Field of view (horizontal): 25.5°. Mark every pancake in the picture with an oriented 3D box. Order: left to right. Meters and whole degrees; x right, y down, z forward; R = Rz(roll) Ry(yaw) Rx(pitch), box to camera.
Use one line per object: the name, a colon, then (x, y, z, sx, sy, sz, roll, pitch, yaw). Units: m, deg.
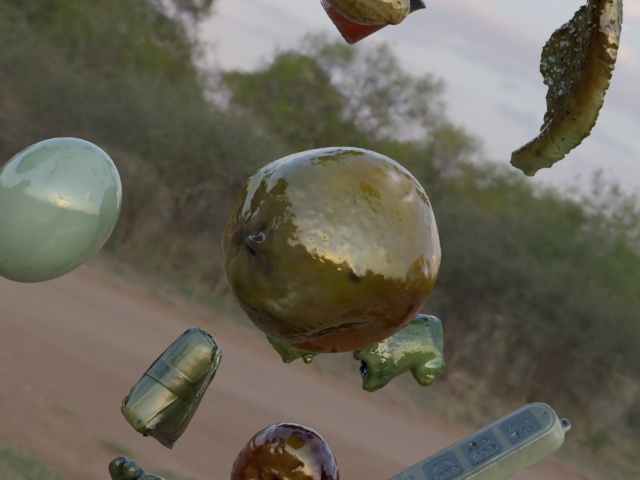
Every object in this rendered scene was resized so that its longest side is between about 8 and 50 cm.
pancake: (0.388, -0.264, 2.249, 0.054, 0.376, 0.197, 8, 28, -23)

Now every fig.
fig: (-0.040, 0.345, 1.951, 0.148, 0.149, 0.202, 2, -39, 30)

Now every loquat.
loquat: (0.009, 0.005, 1.777, 0.284, 0.276, 0.276, 13, 9, -45)

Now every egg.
egg: (-0.321, -0.035, 1.668, 0.149, 0.192, 0.149, 46, 7, -7)

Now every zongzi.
zongzi: (-0.118, 0.134, 1.250, 0.052, 0.104, 0.113, 42, -6, 26)

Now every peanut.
peanut: (0.038, -0.362, 1.992, 0.193, 0.089, 0.089, 31, 0, 2)

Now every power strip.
power strip: (0.201, 0.300, 1.874, 0.048, 0.286, 0.080, 63, -1, -35)

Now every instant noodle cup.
instant noodle cup: (0.078, -0.379, 2.211, 0.127, 0.135, 0.127, 54, 10, -15)

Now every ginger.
ginger: (0.059, 0.146, 2.090, 0.290, 0.137, 0.089, 21, 3, -24)

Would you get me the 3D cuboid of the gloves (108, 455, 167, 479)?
gloves: (-0.201, 0.400, 1.899, 0.268, 0.135, 0.107, 61, -4, -13)
